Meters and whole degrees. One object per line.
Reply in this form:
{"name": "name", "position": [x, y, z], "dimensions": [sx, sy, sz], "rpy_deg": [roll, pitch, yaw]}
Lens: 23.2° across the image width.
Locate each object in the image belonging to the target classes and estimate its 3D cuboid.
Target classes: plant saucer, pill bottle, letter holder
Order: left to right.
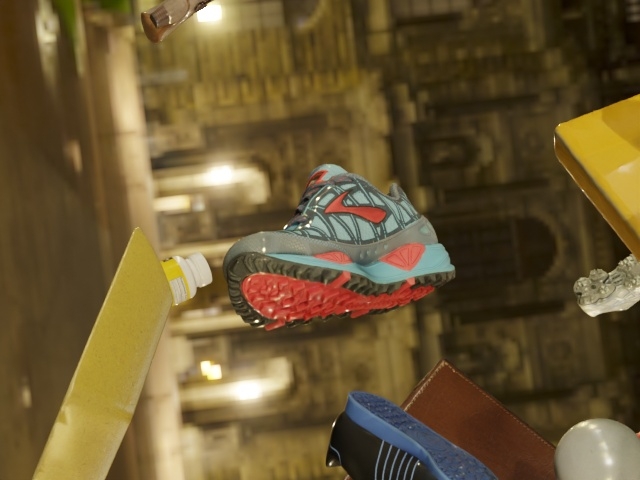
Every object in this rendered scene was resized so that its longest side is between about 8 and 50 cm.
{"name": "plant saucer", "position": [-0.269, 0.203, 1.865], "dimensions": [0.333, 0.081, 0.332], "rpy_deg": [-77, -170, -56]}
{"name": "pill bottle", "position": [-0.212, 0.060, 2.161], "dimensions": [0.065, 0.116, 0.065], "rpy_deg": [51, -26, 36]}
{"name": "letter holder", "position": [0.197, 0.337, 1.992], "dimensions": [0.302, 0.214, 0.152], "rpy_deg": [39, -19, 5]}

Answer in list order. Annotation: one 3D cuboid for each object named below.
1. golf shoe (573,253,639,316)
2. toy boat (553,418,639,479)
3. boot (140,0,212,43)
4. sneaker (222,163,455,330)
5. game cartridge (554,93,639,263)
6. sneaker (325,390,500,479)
{"name": "golf shoe", "position": [0.499, 0.073, 2.522], "dimensions": [0.086, 0.176, 0.069], "rpy_deg": [59, 18, -51]}
{"name": "toy boat", "position": [0.288, 0.075, 1.069], "dimensions": [0.318, 0.148, 0.267], "rpy_deg": [-61, -144, 34]}
{"name": "boot", "position": [-0.166, -0.275, 1.859], "dimensions": [0.042, 0.087, 0.118], "rpy_deg": [60, -13, -7]}
{"name": "sneaker", "position": [0.000, 0.000, 1.296], "dimensions": [0.262, 0.104, 0.125], "rpy_deg": [1, 63, -54]}
{"name": "game cartridge", "position": [0.395, -0.037, 1.326], "dimensions": [0.052, 0.285, 0.323], "rpy_deg": [77, -11, -46]}
{"name": "sneaker", "position": [0.097, 0.244, 1.575], "dimensions": [0.232, 0.081, 0.090], "rpy_deg": [35, -70, 40]}
